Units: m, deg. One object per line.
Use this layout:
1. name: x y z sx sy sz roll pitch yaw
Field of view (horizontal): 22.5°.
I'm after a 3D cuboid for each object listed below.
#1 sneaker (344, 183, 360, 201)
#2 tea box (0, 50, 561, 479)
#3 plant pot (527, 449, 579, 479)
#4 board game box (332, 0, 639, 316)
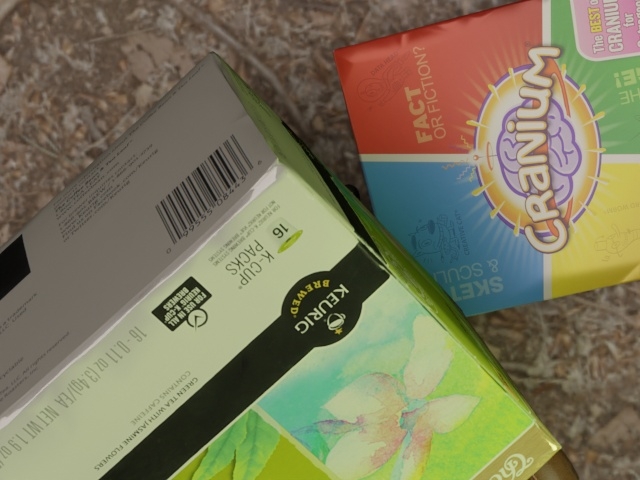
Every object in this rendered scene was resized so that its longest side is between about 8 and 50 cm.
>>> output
1. sneaker: 0.000 0.000 1.362 0.044 0.040 0.109 26 103 10
2. tea box: -0.072 0.111 1.149 0.329 0.220 0.323 -43 120 6
3. plant pot: 0.111 0.249 1.377 0.236 0.032 0.236 2 99 14
4. board game box: 0.193 -0.078 1.292 0.317 0.064 0.242 -14 95 15
